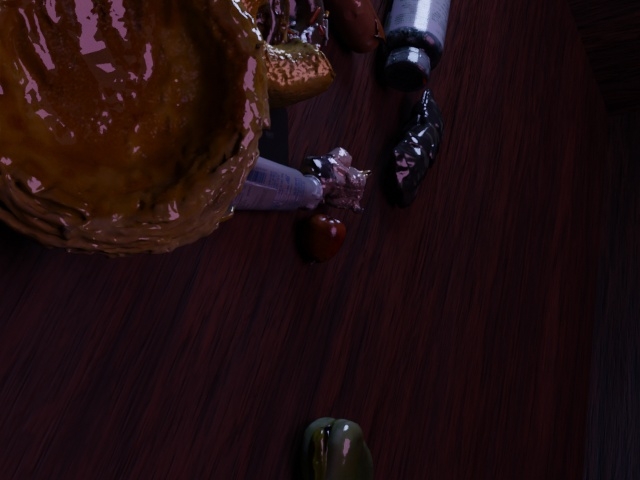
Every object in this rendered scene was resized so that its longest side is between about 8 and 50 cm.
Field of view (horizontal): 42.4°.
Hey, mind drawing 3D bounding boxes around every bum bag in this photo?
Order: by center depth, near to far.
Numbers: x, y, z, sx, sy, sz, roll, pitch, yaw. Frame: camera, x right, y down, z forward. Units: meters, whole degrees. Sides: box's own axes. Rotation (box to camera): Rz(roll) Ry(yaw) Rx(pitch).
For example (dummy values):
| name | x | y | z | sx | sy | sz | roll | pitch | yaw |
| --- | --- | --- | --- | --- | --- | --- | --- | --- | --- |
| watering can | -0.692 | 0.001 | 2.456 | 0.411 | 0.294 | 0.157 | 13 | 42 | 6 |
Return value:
| name | x | y | z | sx | sy | sz | roll | pitch | yaw |
| --- | --- | --- | --- | --- | --- | --- | --- | --- | --- |
| bum bag | 0.224 | -0.220 | 1.874 | 0.340 | 0.095 | 0.144 | -60 | 147 | -43 |

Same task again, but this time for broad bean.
| name | x | y | z | sx | sy | sz | roll | pitch | yaw |
| --- | --- | --- | --- | --- | --- | --- | --- | --- | --- |
| broad bean | 0.032 | 0.410 | 1.430 | 0.169 | 0.100 | 0.228 | -57 | 132 | -37 |

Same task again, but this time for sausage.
| name | x | y | z | sx | sy | sz | roll | pitch | yaw |
| --- | --- | --- | --- | --- | --- | --- | --- | --- | --- |
| sausage | 0.009 | -0.543 | 1.597 | 0.419 | 0.094 | 0.094 | 57 | 1 | -35 |

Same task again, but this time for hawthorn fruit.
| name | x | y | z | sx | sy | sz | roll | pitch | yaw |
| --- | --- | --- | --- | --- | --- | --- | --- | --- | --- |
| hawthorn fruit | 0.000 | 0.000 | 1.491 | 0.081 | 0.081 | 0.093 | 13 | 102 | -57 |

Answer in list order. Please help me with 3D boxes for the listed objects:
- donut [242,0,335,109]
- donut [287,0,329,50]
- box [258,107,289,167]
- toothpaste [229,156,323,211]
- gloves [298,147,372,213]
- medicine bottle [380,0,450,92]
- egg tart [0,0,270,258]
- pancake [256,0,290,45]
| name | x | y | z | sx | sy | sz | roll | pitch | yaw |
| --- | --- | --- | --- | --- | --- | --- | --- | --- | --- |
| donut | -0.100 | -0.287 | 1.201 | 0.152 | 0.101 | 0.259 | -42 | 111 | -14 |
| donut | -0.081 | -0.400 | 1.414 | 0.270 | 0.103 | 0.269 | 13 | 74 | -56 |
| box | -0.097 | -0.178 | 1.415 | 0.126 | 0.027 | 0.125 | 6 | 81 | -59 |
| toothpaste | -0.105 | -0.092 | 1.339 | 0.299 | 0.073 | 0.114 | 6 | 108 | -56 |
| gloves | 0.021 | -0.110 | 1.526 | 0.144 | 0.094 | 0.110 | 21 | 39 | -31 |
| medicine bottle | 0.213 | -0.476 | 1.860 | 0.141 | 0.141 | 0.293 | 46 | 46 | -44 |
| egg tart | -0.244 | -0.160 | 0.962 | 0.388 | 0.169 | 0.387 | 2 | 85 | -21 |
| pancake | -0.162 | -0.309 | 1.248 | 0.245 | 0.057 | 0.266 | 3 | 90 | -28 |
